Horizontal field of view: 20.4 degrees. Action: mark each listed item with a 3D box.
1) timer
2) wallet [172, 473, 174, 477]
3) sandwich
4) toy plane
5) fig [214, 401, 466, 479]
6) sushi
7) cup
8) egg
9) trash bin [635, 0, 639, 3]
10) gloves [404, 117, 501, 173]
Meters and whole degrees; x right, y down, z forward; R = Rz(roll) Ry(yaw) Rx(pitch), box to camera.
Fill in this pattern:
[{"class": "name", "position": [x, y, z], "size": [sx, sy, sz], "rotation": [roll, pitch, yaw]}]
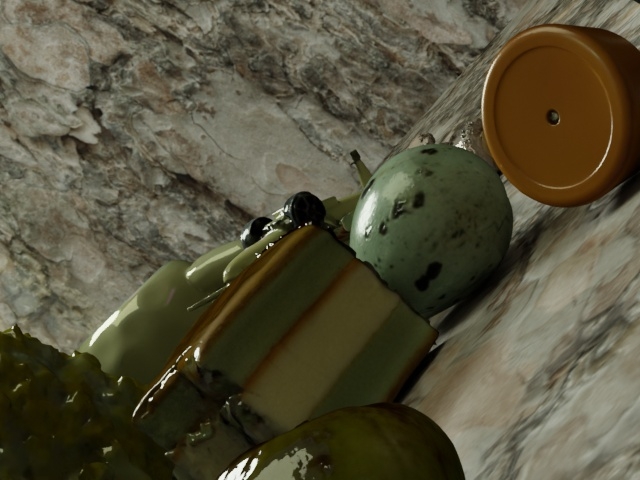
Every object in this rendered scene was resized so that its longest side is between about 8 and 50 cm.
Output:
[{"class": "timer", "position": [0.214, -0.101, 1.311], "size": [0.152, 0.132, 0.132], "rotation": [-16, -21, -45]}, {"class": "wallet", "position": [-0.282, 0.362, 2.183], "size": [0.360, 0.083, 0.252], "rotation": [-52, 7, -31]}, {"class": "sandwich", "position": [-0.053, 0.128, 1.440], "size": [0.198, 0.155, 0.227], "rotation": [-50, 4, -36]}, {"class": "toy plane", "position": [0.000, 0.000, 1.632], "size": [0.256, 0.104, 0.242], "rotation": [-37, 3, -40]}, {"class": "fig", "position": [0.005, 0.144, 0.891], "size": [0.153, 0.121, 0.136], "rotation": [-49, -1, -20]}, {"class": "sushi", "position": [-0.301, 0.275, 1.585], "size": [0.351, 0.240, 0.396], "rotation": [-24, 40, 58]}, {"class": "cup", "position": [-0.108, 0.118, 1.768], "size": [0.173, 0.202, 0.255], "rotation": [-47, 4, -41]}, {"class": "egg", "position": [0.088, 0.000, 1.467], "size": [0.131, 0.131, 0.164], "rotation": [-55, -12, -62]}, {"class": "trash bin", "position": [0.379, -0.394, 1.827], "size": [0.209, 0.182, 0.290], "rotation": [-42, 12, 50]}, {"class": "gloves", "position": [0.140, -0.080, 1.958], "size": [0.144, 0.094, 0.110], "rotation": [-38, 19, 21]}]
